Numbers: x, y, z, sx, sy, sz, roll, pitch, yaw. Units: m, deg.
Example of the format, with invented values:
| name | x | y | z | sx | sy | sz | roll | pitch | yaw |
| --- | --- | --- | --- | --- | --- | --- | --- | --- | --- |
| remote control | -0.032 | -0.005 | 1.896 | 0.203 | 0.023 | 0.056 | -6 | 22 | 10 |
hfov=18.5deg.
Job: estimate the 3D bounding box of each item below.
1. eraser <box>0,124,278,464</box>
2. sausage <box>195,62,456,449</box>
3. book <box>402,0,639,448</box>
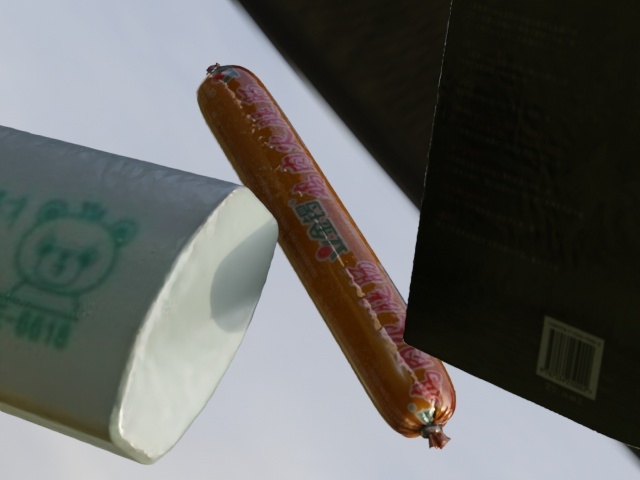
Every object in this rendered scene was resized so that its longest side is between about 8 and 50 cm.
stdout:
| name | x | y | z | sx | sy | sz | roll | pitch | yaw |
| --- | --- | --- | --- | --- | --- | --- | --- | --- | --- |
| eraser | -0.187 | 0.025 | 1.319 | 0.290 | 0.189 | 0.104 | 14 | -26 | 36 |
| sausage | 0.000 | 0.000 | 1.309 | 0.348 | 0.053 | 0.053 | 58 | -16 | 32 |
| book | 0.112 | -0.036 | 0.908 | 0.160 | 0.024 | 0.228 | 24 | -67 | 45 |
